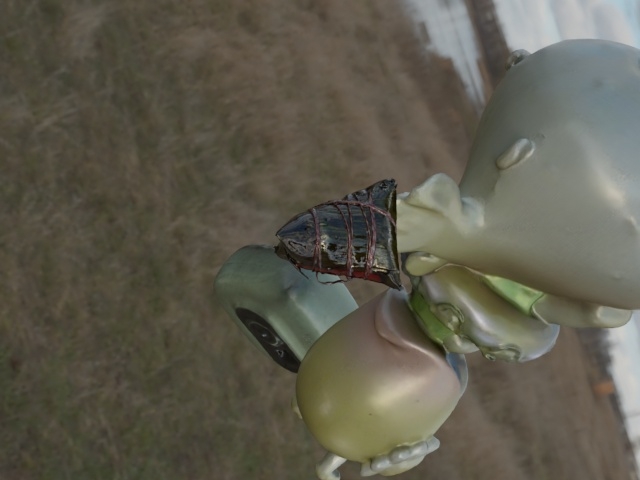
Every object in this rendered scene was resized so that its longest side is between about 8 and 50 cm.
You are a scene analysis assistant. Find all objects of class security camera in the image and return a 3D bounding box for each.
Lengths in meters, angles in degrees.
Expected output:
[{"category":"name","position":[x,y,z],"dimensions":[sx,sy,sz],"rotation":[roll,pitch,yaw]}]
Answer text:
[{"category":"security camera","position":[0.010,0.124,1.170],"dimensions":[0.301,0.157,0.080],"rotation":[52,59,-32]}]

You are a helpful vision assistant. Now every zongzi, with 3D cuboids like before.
[{"category":"zongzi","position":[0.000,0.000,0.660],"dimensions":[0.073,0.083,0.067],"rotation":[158,-69,-65]}]

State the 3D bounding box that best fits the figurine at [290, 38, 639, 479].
[{"category":"figurine","position":[0.098,0.027,0.800],"dimensions":[0.274,0.394,0.227],"rotation":[13,38,-46]}]
